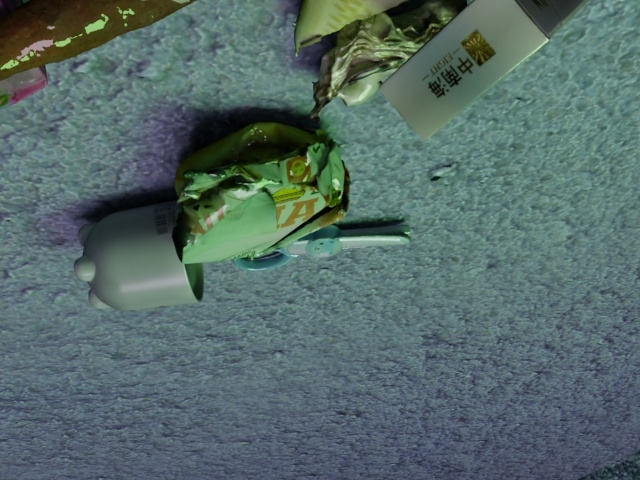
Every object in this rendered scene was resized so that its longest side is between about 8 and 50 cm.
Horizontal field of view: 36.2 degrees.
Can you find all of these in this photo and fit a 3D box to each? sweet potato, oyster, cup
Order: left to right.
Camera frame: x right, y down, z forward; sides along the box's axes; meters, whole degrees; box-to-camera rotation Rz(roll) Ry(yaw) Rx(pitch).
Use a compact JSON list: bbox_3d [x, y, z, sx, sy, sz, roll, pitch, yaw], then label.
[{"bbox_3d":[-0.193,-0.202,0.838,0.314,0.066,0.072,-28,135,-24],"label":"sweet potato"},{"bbox_3d":[-0.233,0.014,1.269,0.141,0.173,0.134,-9,121,4],"label":"cup"},{"bbox_3d":[0.062,-0.198,1.005,0.191,0.081,0.163,-25,176,-1],"label":"oyster"}]

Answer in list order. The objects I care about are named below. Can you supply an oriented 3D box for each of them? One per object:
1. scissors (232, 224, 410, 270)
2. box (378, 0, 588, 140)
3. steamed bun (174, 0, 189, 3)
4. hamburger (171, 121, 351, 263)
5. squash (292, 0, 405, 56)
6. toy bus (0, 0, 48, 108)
[{"bbox_3d":[0.000,0.000,1.385,0.256,0.030,0.125,-5,152,-1],"label":"scissors"},{"bbox_3d":[0.168,-0.197,0.874,0.155,0.067,0.243,-40,-177,42],"label":"box"},{"bbox_3d":[-0.116,-0.272,0.757,0.182,0.106,0.183,-11,150,-6],"label":"steamed bun"},{"bbox_3d":[-0.086,-0.063,1.146,0.235,0.125,0.214,14,139,-43],"label":"hamburger"},{"bbox_3d":[0.083,-0.238,0.881,0.169,0.093,0.252,30,147,4],"label":"squash"},{"bbox_3d":[-0.324,-0.217,0.815,0.112,0.090,0.274,-16,152,-2],"label":"toy bus"}]
